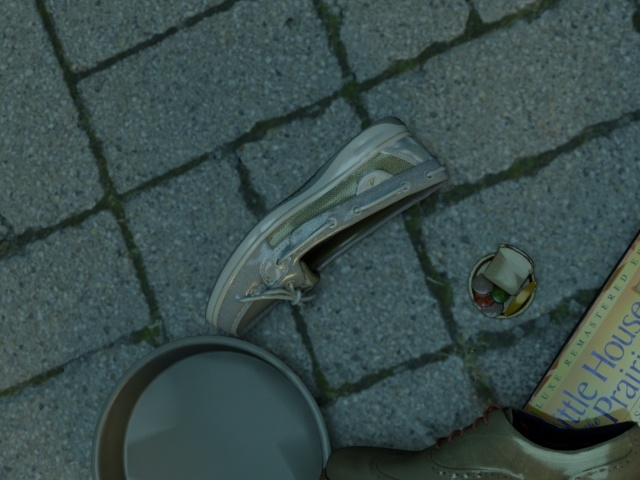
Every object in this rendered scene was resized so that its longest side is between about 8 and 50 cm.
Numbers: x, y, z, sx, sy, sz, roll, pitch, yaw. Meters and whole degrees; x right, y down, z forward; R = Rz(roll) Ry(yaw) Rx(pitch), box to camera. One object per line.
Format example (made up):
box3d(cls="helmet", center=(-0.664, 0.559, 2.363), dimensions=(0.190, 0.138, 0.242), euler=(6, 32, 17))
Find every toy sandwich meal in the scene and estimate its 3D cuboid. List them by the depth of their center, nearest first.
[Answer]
box3d(cls="toy sandwich meal", center=(0.206, 0.048, 1.120), dimensions=(0.085, 0.029, 0.086), euler=(-1, 85, 13))

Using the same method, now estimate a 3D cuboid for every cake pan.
box3d(cls="cake pan", center=(-0.124, 0.258, 1.167), dimensions=(0.293, 0.054, 0.293), euler=(-1, 85, 13))

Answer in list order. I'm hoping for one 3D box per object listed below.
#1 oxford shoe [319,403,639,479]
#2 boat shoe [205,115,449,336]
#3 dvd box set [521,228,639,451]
box3d(cls="oxford shoe", center=(0.165, 0.226, 1.034), dimensions=(0.348, 0.123, 0.130), euler=(-1, 101, 17))
box3d(cls="boat shoe", center=(0.001, 0.000, 1.131), dimensions=(0.320, 0.118, 0.103), euler=(-43, 73, -1))
box3d(cls="dvd box set", center=(0.458, 0.189, 1.034), dimensions=(0.420, 0.062, 0.308), euler=(33, 93, 13))
